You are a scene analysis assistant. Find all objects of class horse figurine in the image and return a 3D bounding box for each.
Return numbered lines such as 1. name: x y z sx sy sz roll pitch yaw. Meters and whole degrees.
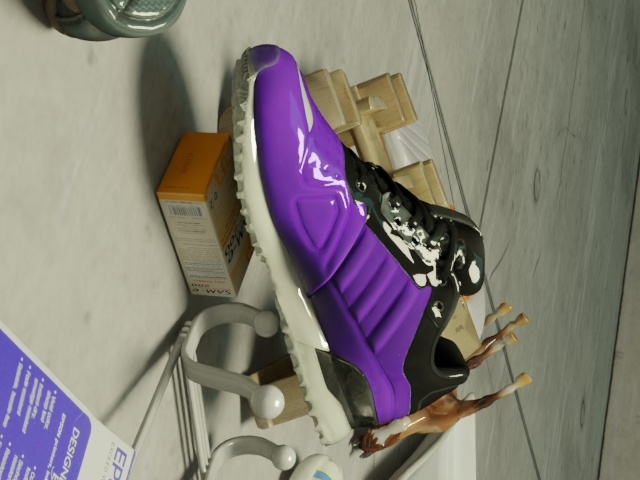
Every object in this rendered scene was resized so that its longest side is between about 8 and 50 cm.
1. horse figurine: 0.126 0.132 1.596 0.066 0.174 0.263 54 15 -12

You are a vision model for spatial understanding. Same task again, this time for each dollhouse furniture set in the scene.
1. dollhouse furniture set: 0.000 0.000 1.228 0.242 0.161 0.212 70 19 1

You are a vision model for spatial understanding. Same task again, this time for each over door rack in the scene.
1. over door rack: -0.076 0.215 1.000 0.324 0.108 0.240 -54 142 -59

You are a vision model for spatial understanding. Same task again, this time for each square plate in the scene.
1. square plate: 0.109 0.369 1.705 0.347 0.049 0.344 -29 121 -69

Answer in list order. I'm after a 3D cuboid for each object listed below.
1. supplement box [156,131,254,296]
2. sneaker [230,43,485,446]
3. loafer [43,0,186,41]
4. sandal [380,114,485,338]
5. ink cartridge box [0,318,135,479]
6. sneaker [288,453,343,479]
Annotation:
1. supplement box: -0.074 -0.017 1.079 0.098 0.036 0.062 75 25 -44
2. sneaker: 0.032 -0.007 1.058 0.102 0.146 0.293 -97 172 -60
3. loafer: -0.123 -0.239 0.855 0.096 0.084 0.268 2 87 -41
4. sandal: 0.086 -0.013 1.537 0.102 0.076 0.265 -15 86 -64
5. ink cartridge box: -0.173 0.144 0.743 0.208 0.045 0.206 55 40 -48
6. sneaker: 0.020 0.295 1.283 0.091 0.126 0.240 51 45 -65
